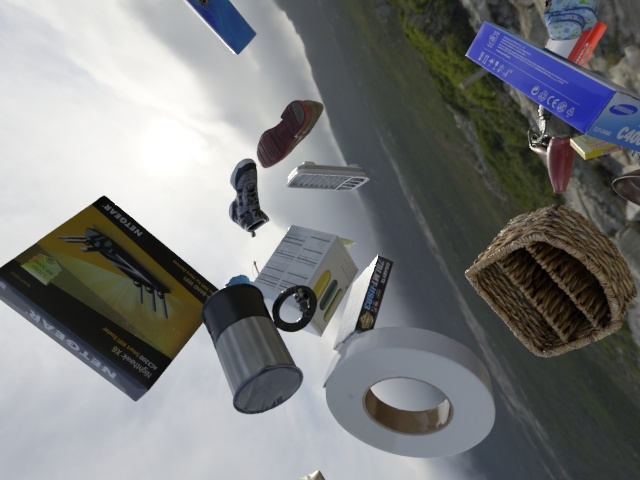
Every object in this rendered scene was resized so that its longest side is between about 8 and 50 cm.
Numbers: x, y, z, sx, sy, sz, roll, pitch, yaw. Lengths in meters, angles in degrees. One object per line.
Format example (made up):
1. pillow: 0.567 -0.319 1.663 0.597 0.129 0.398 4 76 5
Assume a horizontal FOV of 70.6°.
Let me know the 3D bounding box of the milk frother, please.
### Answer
1. milk frother: -0.054 0.124 0.560 0.135 0.143 0.129 54 172 41

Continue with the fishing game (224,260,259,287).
1. fishing game: -0.247 0.200 1.401 0.264 0.041 0.189 -47 -46 -46

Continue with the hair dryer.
1. hair dryer: 0.780 -0.298 1.512 0.223 0.080 0.293 48 -145 -69

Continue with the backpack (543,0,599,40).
1. backpack: 0.623 -0.553 1.124 0.105 0.114 0.084 20 -101 -54

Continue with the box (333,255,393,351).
1. box: 0.149 0.240 1.629 0.293 0.073 0.295 120 172 -61

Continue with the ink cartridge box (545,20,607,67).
1. ink cartridge box: 0.684 -0.532 1.261 0.232 0.066 0.189 -64 -6 -54

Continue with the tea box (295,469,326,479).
1. tea box: -0.063 0.797 1.065 0.329 0.323 0.220 60 -169 -9

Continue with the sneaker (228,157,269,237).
1. sneaker: -0.231 -0.135 1.521 0.153 0.101 0.268 46 138 31

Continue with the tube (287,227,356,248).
1. tube: 0.000 0.000 1.605 0.070 0.240 0.062 -99 19 -63

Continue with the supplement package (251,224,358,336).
1. supplement package: -0.046 0.125 1.439 0.262 0.198 0.199 -58 -40 -23

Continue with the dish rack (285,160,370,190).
1. dish rack: 0.025 -0.283 1.989 0.285 0.333 0.072 161 108 -73

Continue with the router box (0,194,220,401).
1. router box: -0.369 0.097 0.829 0.309 0.081 0.243 41 -137 -8

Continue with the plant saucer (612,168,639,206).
1. plant saucer: 0.975 -0.125 1.232 0.310 0.050 0.310 27 -178 -1

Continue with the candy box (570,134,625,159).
1. candy box: 0.813 -0.280 1.236 0.105 0.206 0.027 -85 -24 -53

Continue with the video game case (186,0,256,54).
1. video game case: -0.260 -0.489 0.802 0.244 0.061 0.269 50 -172 31

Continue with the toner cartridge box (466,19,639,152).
1. toner cartridge box: 0.427 -0.287 0.814 0.165 0.075 0.348 5 -143 -27

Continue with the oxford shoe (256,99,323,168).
1. oxford shoe: -0.108 -0.368 1.608 0.130 0.348 0.123 -24 -95 -43

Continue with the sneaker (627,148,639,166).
1. sneaker: 0.818 -0.222 1.062 0.087 0.130 0.227 47 -157 -60

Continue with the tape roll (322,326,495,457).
1. tape roll: 0.203 0.366 1.063 0.392 0.392 0.072 61 -152 -24

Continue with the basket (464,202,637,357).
1. basket: 0.532 0.099 1.024 0.299 0.223 0.213 49 159 -5
